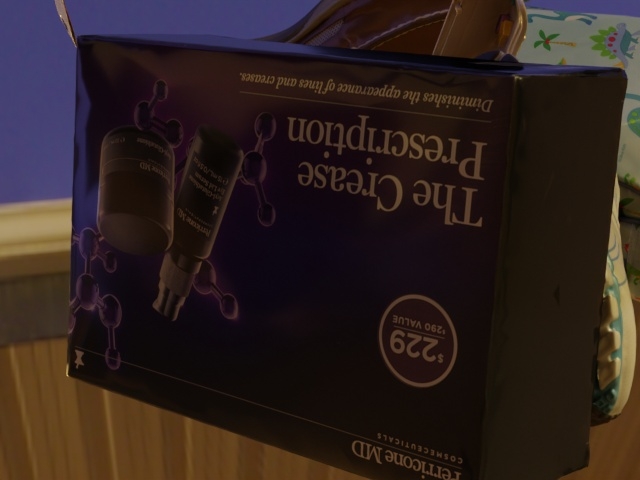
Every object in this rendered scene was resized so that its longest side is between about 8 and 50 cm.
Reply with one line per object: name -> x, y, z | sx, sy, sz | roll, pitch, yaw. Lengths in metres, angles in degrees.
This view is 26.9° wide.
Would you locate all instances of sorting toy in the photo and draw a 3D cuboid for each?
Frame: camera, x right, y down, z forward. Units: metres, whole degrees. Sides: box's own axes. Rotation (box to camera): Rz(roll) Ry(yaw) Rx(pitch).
sorting toy -> 0.098, -0.119, 0.757 | 0.045, 0.075, 0.083 | 14, -66, -13

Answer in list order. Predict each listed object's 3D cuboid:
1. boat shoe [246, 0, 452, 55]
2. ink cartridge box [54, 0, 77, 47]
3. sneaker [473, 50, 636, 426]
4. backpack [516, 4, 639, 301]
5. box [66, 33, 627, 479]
boat shoe -> 0.011, -0.111, 1.059 | 0.324, 0.120, 0.122 | -19, -33, 34
ink cartridge box -> -0.181, -0.203, 0.959 | 0.029, 0.063, 0.115 | -18, -56, -13
sneaker -> 0.127, -0.003, 0.663 | 0.083, 0.191, 0.071 | 6, -24, -42
backpack -> 0.243, -0.089, 1.278 | 0.355, 0.290, 0.273 | 6, -35, 34
box -> 0.000, 0.000, 0.642 | 0.103, 0.261, 0.184 | -11, -73, -49
